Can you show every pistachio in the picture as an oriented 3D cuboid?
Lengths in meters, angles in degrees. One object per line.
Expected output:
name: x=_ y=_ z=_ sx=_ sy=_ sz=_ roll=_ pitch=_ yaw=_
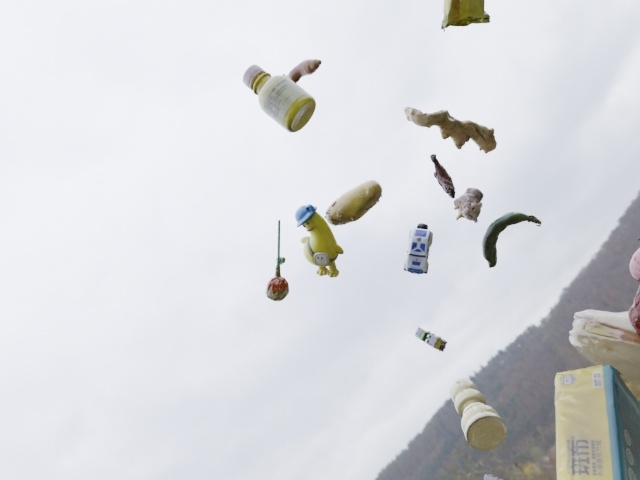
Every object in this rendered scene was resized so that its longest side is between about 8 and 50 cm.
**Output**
pistachio: x=1.178 y=0.387 z=1.809 sx=0.365 sy=0.446 sz=0.281 roll=59 pitch=-132 yaw=-80

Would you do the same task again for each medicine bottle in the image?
medicine bottle: x=-0.126 y=-0.416 z=1.370 sx=0.122 sy=0.212 sz=0.122 roll=-47 pitch=-12 yaw=-13

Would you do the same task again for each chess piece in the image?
chess piece: x=0.618 y=0.676 z=1.926 sx=0.167 sy=0.299 sz=0.167 roll=-1 pitch=-70 yaw=-2

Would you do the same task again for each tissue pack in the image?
tissue pack: x=0.555 y=0.415 z=0.942 sx=0.134 sy=0.192 sz=0.270 roll=-24 pitch=31 yaw=41

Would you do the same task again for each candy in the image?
candy: x=-0.145 y=0.071 z=1.652 sx=0.084 sy=0.078 sz=0.287 roll=-27 pitch=-60 yaw=-75

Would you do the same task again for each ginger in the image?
ginger: x=0.356 y=-0.301 z=1.295 sx=0.288 sy=0.075 sz=0.089 roll=12 pitch=-65 yaw=-17

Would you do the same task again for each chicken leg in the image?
chicken leg: x=0.488 y=-0.256 z=1.905 sx=0.053 sy=0.205 sz=0.093 roll=-34 pitch=8 yaw=12

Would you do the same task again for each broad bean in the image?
broad bean: x=0.733 y=-0.015 z=1.921 sx=0.292 sy=0.144 sz=0.049 roll=-55 pitch=-2 yaw=35

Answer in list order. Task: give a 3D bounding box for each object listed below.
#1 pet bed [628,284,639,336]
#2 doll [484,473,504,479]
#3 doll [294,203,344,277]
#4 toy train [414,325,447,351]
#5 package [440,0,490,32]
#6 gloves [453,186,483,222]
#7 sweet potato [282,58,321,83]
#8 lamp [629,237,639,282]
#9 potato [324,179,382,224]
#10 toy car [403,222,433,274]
pet bed: x=0.849 y=0.166 z=1.164 sx=0.201 sy=0.053 sz=0.201 roll=-2 pitch=-78 yaw=-11
doll: x=0.631 y=0.870 z=1.418 sx=0.209 sy=0.318 sz=0.339 roll=-33 pitch=-55 yaw=2
doll: x=0.000 y=0.000 z=1.953 sx=0.145 sy=0.200 sz=0.363 roll=-58 pitch=-37 yaw=-41
toy train: x=0.500 y=0.448 z=2.170 sx=0.081 sy=0.202 sz=0.060 roll=24 pitch=-92 yaw=-15
package: x=0.451 y=-0.783 z=1.502 sx=0.168 sy=0.090 sz=0.226 roll=-3 pitch=-57 yaw=10
gloves: x=0.601 y=-0.144 z=1.918 sx=0.110 sy=0.094 sz=0.144 roll=14 pitch=-94 yaw=-32
sweet potato: x=-0.060 y=-0.577 z=1.621 sx=0.058 sy=0.202 sz=0.055 roll=-29 pitch=-78 yaw=-39
lamp: x=0.993 y=0.050 z=1.398 sx=0.182 sy=0.140 sz=0.182 roll=-19 pitch=-44 yaw=-20
potato: x=0.156 y=-0.169 z=2.222 sx=0.300 sy=0.140 sz=0.173 roll=-32 pitch=11 yaw=11
toy car: x=0.327 y=0.026 z=1.586 sx=0.070 sy=0.080 sz=0.170 roll=58 pitch=-137 yaw=-68
